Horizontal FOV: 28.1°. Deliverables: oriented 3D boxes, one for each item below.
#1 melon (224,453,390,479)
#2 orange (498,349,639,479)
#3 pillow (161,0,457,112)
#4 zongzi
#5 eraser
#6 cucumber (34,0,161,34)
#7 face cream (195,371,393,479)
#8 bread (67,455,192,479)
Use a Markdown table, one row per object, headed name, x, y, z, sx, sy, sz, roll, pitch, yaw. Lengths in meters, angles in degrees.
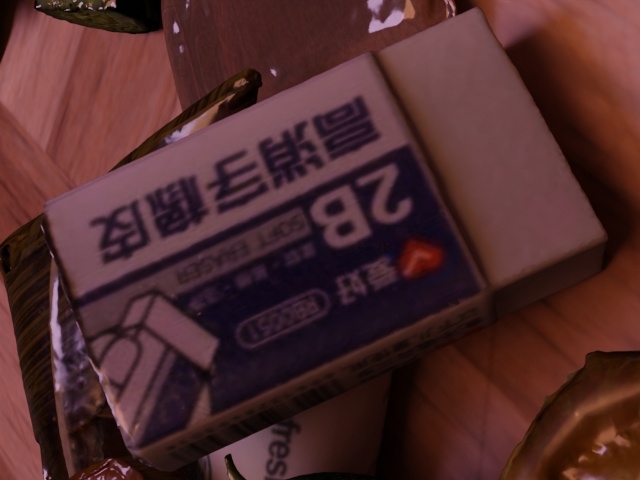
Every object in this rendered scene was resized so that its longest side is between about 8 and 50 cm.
| name | x | y | z | sx | sy | sz | roll | pitch | yaw |
| --- | --- | --- | --- | --- | --- | --- | --- | --- | --- |
| melon | 0.031 | 0.212 | 0.517 | 0.288 | 0.182 | 0.182 | 55 | 129 | 12 |
| orange | 0.139 | 0.121 | 0.454 | 0.160 | 0.112 | 0.170 | 22 | 66 | 39 |
| pillow | -0.015 | -0.122 | 0.664 | 0.211 | 0.034 | 0.135 | -23 | 79 | 46 |
| zongzi | -0.075 | 0.067 | 0.671 | 0.241 | 0.111 | 0.248 | -31 | 70 | 51 |
| eraser | 0.000 | 0.000 | 0.549 | 0.210 | 0.068 | 0.124 | -25 | 68 | 1 |
| cucumber | -0.115 | -0.232 | 0.753 | 0.078 | 0.062 | 0.211 | 8 | 91 | 29 |
| face cream | -0.027 | 0.176 | 0.651 | 0.092 | 0.092 | 0.311 | 22 | 109 | 44 |
| bread | -0.086 | 0.144 | 0.613 | 0.085 | 0.053 | 0.085 | -12 | 72 | 41 |
